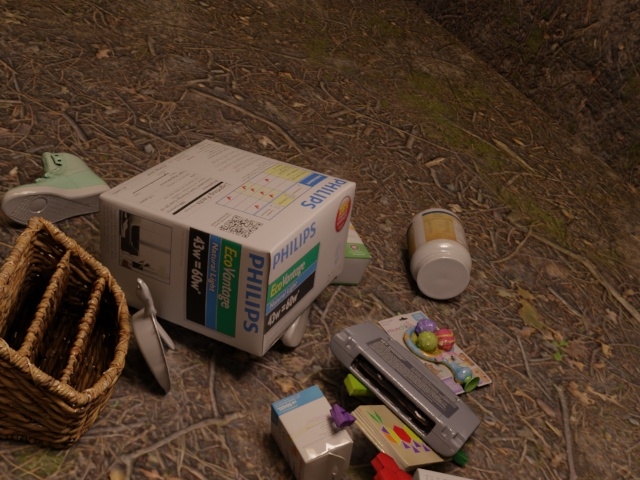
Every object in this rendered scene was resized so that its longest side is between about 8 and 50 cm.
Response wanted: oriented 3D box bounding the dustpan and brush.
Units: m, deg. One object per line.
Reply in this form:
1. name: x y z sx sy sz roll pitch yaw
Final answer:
1. dustpan and brush: -0.287 0.143 1.344 0.060 0.211 0.147 -24 44 -3

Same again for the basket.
1. basket: -0.410 0.145 1.260 0.213 0.223 0.299 16 33 -9

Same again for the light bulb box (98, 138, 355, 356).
1. light bulb box: -0.173 -0.006 1.538 0.361 0.225 0.358 18 31 20

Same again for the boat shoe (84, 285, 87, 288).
1. boat shoe: -0.426 0.093 1.466 0.153 0.048 0.056 33 61 19

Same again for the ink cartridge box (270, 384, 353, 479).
1. ink cartridge box: -0.013 0.334 1.318 0.089 0.092 0.143 -18 48 -22

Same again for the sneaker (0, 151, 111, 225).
1. sneaker: -0.575 -0.114 1.647 0.151 0.094 0.256 45 29 22

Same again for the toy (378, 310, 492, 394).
1. toy: 0.249 0.220 1.679 0.136 0.056 0.237 -8 43 -39

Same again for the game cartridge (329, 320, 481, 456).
1. game cartridge: 0.163 0.271 1.490 0.297 0.062 0.198 41 11 17

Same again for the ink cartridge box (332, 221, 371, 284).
1. ink cartridge box: 0.000 0.000 1.817 0.154 0.093 0.212 3 39 -28

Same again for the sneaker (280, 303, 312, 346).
1. sneaker: -0.071 0.141 1.607 0.094 0.080 0.212 10 27 5

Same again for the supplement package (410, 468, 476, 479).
1. supplement package: 0.238 0.492 1.155 0.262 0.198 0.199 15 33 -11

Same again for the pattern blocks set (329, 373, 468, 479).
1. pattern blocks set: 0.137 0.340 1.371 0.324 0.026 0.285 21 22 -47

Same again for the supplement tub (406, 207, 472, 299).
1. supplement tub: 0.281 0.031 1.885 0.144 0.144 0.200 16 34 -9
